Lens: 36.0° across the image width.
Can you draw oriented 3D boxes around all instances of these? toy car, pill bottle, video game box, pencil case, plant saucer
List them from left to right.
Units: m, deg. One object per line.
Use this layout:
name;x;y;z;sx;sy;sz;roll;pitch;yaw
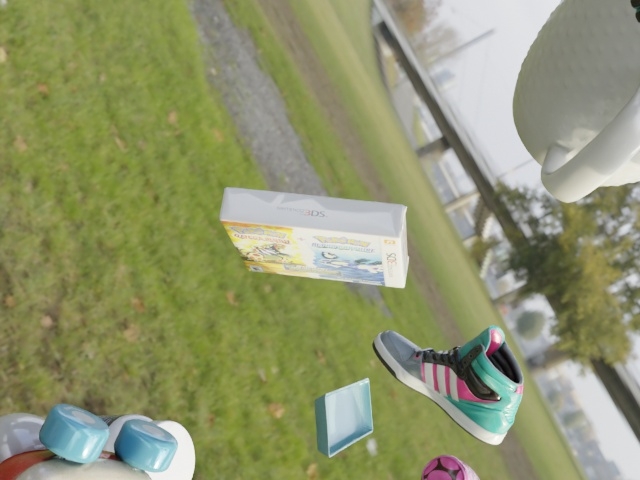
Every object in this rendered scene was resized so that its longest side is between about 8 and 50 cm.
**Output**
toy car;-0.333;0.282;1.191;0.238;0.219;0.210;27;2;43
pill bottle;-0.344;0.364;1.624;0.153;0.265;0.153;18;67;-51
video game box;0.000;0.000;1.156;0.187;0.205;0.048;74;23;-67
plant saucer;0.028;0.199;1.121;0.192;0.018;0.067;9;76;-74
pencil case;0.247;0.467;1.873;0.209;0.098;0.095;53;24;-61

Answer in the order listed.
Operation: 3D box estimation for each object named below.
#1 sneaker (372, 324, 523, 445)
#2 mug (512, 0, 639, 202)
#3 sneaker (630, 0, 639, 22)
sneaker;0.247;0.214;1.783;0.295;0.178;0.124;36;21;16
mug;0.386;-0.190;1.215;0.276;0.328;0.374;41;51;-5
sneaker;0.274;-0.280;0.793;0.122;0.110;0.283;-28;100;-53
